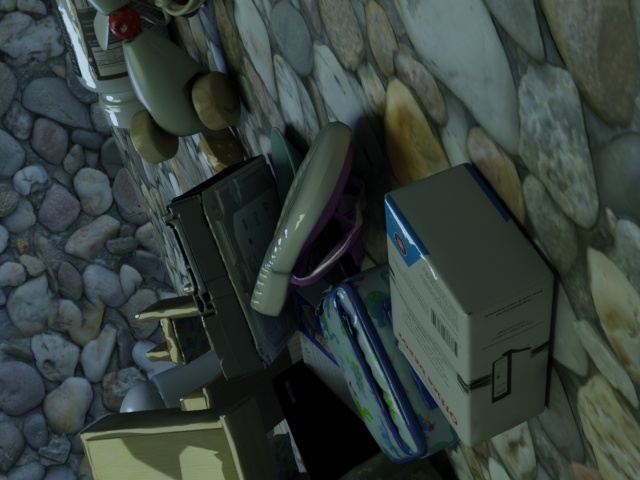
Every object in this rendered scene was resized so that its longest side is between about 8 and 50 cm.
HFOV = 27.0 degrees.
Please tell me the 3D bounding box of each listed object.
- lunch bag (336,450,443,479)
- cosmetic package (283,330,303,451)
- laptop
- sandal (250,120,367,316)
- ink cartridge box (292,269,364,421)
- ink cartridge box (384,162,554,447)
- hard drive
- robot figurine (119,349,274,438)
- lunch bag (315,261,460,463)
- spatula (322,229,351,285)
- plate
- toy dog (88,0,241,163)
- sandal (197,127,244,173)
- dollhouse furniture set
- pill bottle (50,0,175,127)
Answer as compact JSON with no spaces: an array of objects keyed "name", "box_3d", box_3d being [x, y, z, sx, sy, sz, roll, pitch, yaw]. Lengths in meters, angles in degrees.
[{"name":"lunch bag","box_3d":[0.050,0.395,1.696,0.169,0.235,0.287,53,167,13]},{"name":"cosmetic package","box_3d":[-0.046,0.222,2.193,0.231,0.085,0.117,62,166,15]},{"name":"laptop","box_3d":[-0.002,0.267,1.950,0.234,0.136,0.264,70,166,-7]},{"name":"sandal","box_3d":[0.005,-0.014,1.478,0.416,0.102,0.169,121,169,-73]},{"name":"ink cartridge box","box_3d":[0.050,0.164,1.724,0.208,0.045,0.206,43,158,29]},{"name":"ink cartridge box","box_3d":[0.127,0.059,1.153,0.148,0.085,0.203,58,165,36]},{"name":"hard drive","box_3d":[-0.095,0.024,1.770,0.339,0.064,0.237,-43,-67,-73]},{"name":"robot figurine","box_3d":[-0.224,0.323,2.487,0.300,0.353,0.200,-131,22,-58]},{"name":"lunch bag","box_3d":[0.080,0.138,1.499,0.219,0.090,0.176,66,165,4]},{"name":"spatula","box_3d":[0.016,0.066,1.759,0.296,0.030,0.084,96,152,-62]},{"name":"plate","box_3d":[-0.030,-0.057,1.720,0.188,0.024,0.188,165,90,-81]},{"name":"toy dog","box_3d":[-0.229,-0.282,1.919,0.161,0.220,0.334,-69,-26,-60]},{"name":"sandal","box_3d":[-0.179,-0.216,2.061,0.240,0.088,0.079,56,133,18]},{"name":"dollhouse furniture set","box_3d":[-0.109,0.255,1.896,0.394,0.256,0.362,-32,-71,-57]},{"name":"pill bottle","box_3d":[-0.341,-0.354,2.211,0.176,0.176,0.319,-131,23,-56]}]
